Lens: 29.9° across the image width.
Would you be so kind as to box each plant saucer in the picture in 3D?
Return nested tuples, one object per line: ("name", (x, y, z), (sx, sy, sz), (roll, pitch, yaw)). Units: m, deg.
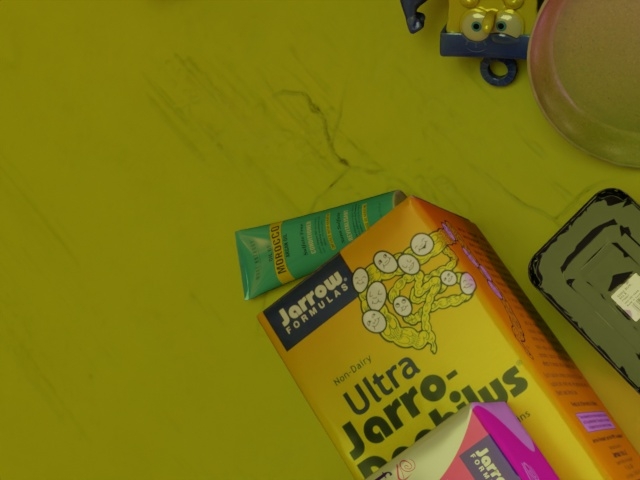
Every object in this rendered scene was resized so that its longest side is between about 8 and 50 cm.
("plant saucer", (0.313, -0.177, 1.105), (0.241, 0.037, 0.241), (5, 126, 7))

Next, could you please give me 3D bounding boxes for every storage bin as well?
("storage bin", (0.299, 0.052, 1.122), (0.122, 0.084, 0.180), (-46, 68, 11))

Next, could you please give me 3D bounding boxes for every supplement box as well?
("supplement box", (0.081, 0.235, 0.966), (0.220, 0.114, 0.111), (-39, 70, 13))
("supplement box", (0.137, 0.163, 1.117), (0.194, 0.195, 0.356), (-39, 70, 14))

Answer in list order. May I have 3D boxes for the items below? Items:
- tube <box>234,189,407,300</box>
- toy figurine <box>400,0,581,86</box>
("tube", (0.000, 0.000, 1.280), (0.207, 0.052, 0.080), (-18, 66, 26))
("toy figurine", (0.211, -0.263, 1.199), (0.363, 0.191, 0.217), (5, 116, 17))
